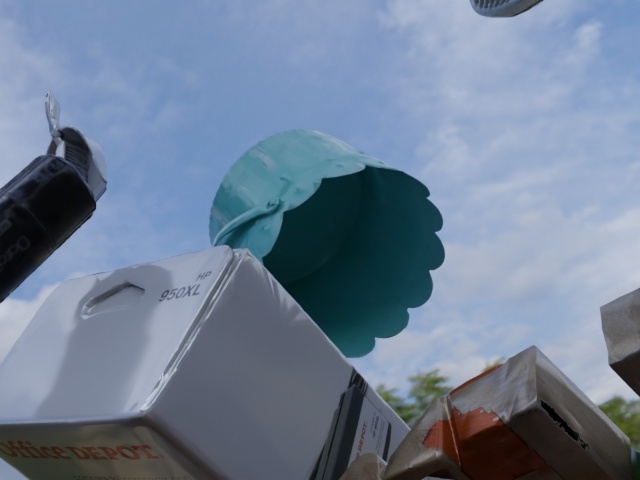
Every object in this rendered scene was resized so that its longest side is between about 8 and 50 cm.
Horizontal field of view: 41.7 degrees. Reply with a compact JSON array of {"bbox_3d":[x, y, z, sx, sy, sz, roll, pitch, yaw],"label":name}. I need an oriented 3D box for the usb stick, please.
[{"bbox_3d":[-0.300,0.022,0.733,0.045,0.278,0.077,-17,-63,41],"label":"usb stick"}]

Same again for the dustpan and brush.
[{"bbox_3d":[-0.357,-0.124,1.170,0.060,0.211,0.147,19,-45,-36],"label":"dustpan and brush"}]

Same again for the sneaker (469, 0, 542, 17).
[{"bbox_3d":[0.319,-0.371,1.021,0.127,0.126,0.321,-2,-17,-31],"label":"sneaker"}]

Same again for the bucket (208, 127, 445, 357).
[{"bbox_3d":[0.000,0.000,1.074,0.281,0.183,0.281,-16,-57,-26],"label":"bucket"}]

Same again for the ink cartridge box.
[{"bbox_3d":[-0.078,0.210,0.766,0.285,0.166,0.395,-13,-53,41],"label":"ink cartridge box"}]

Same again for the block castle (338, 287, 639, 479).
[{"bbox_3d":[0.199,0.208,0.450,0.213,0.303,0.453,43,-57,-16],"label":"block castle"}]
